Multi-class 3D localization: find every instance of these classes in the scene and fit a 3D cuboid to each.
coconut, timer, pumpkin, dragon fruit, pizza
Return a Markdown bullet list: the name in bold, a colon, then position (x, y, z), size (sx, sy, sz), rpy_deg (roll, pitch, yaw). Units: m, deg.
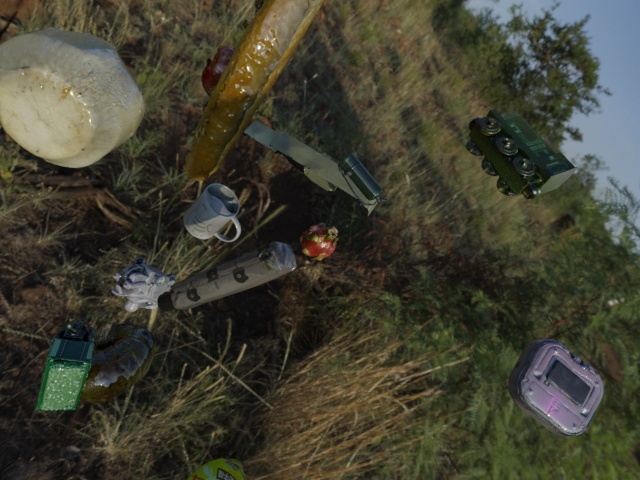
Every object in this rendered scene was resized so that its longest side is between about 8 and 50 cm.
- **coconut**: position (-0.482, -0.284, 0.787), size (0.245, 0.244, 0.248), rpy_deg (42, 22, -27)
- **timer**: position (0.579, 0.359, 0.986), size (0.208, 0.191, 0.069), rpy_deg (36, -14, 4)
- **pumpkin**: position (-0.721, 0.397, 1.328), size (0.324, 0.243, 0.232), rpy_deg (-5, 19, -20)
- **dragon fruit**: position (0.002, -0.001, 0.929), size (0.086, 0.116, 0.081), rpy_deg (-7, 76, -45)
- **pizza**: position (-0.148, -0.361, 0.812), size (0.130, 0.440, 0.406), rpy_deg (30, 34, -22)

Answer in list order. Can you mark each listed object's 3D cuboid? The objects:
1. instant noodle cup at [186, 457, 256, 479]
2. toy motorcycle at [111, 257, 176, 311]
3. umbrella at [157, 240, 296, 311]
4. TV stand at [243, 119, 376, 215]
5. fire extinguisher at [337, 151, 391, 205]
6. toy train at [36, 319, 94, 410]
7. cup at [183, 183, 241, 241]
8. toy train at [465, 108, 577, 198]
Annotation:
- **instant noodle cup**: position (-0.278, 0.865, 1.247), size (0.222, 0.310, 0.312), rpy_deg (51, 25, -45)
- **toy motorcycle**: position (-0.580, 0.161, 1.317), size (0.110, 0.171, 0.260), rpy_deg (32, -5, 17)
- **umbrella**: position (-0.201, 0.082, 0.808), size (0.073, 0.336, 0.067), rpy_deg (27, 47, -55)
- **TV stand**: position (-0.018, -0.123, 0.646), size (0.249, 0.036, 0.042), rpy_deg (34, -14, 12)
- **fire extinguisher**: position (0.057, -0.077, 0.542), size (0.083, 0.038, 0.025), rpy_deg (48, 18, -4)
- **toy train**: position (-0.688, 0.341, 1.104), size (0.115, 0.270, 0.155), rpy_deg (13, 33, -32)
- **cup**: position (-0.279, -0.058, 1.046), size (0.099, 0.133, 0.136), rpy_deg (-10, 71, -50)
- **toy train**: position (0.421, -0.192, 0.870), size (0.137, 0.090, 0.226), rpy_deg (-18, 64, -16)
